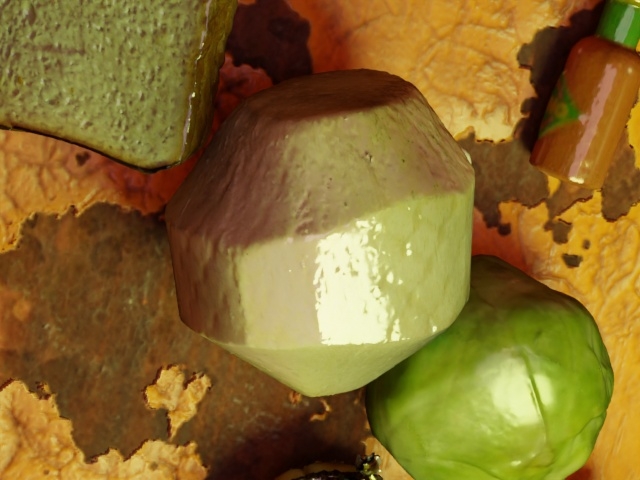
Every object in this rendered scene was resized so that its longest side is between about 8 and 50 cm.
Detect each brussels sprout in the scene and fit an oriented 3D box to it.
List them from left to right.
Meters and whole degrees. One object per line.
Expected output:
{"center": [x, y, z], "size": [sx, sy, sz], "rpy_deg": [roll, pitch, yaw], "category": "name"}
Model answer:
{"center": [0.141, 0.123, 1.625], "size": [0.223, 0.161, 0.223], "rpy_deg": [-4, 103, -19], "category": "brussels sprout"}

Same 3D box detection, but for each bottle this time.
{"center": [0.236, -0.139, 1.624], "size": [0.069, 0.069, 0.187], "rpy_deg": [16, 100, -21], "category": "bottle"}

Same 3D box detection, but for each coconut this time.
{"center": [0.000, 0.000, 1.495], "size": [0.259, 0.259, 0.259], "rpy_deg": [-5, 109, -15], "category": "coconut"}

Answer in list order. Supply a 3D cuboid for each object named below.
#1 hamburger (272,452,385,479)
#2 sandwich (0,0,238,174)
{"center": [0.014, 0.254, 1.653], "size": [0.190, 0.093, 0.164], "rpy_deg": [-15, 124, 8], "category": "hamburger"}
{"center": [-0.174, -0.157, 1.436], "size": [0.215, 0.065, 0.186], "rpy_deg": [13, 103, 15], "category": "sandwich"}
